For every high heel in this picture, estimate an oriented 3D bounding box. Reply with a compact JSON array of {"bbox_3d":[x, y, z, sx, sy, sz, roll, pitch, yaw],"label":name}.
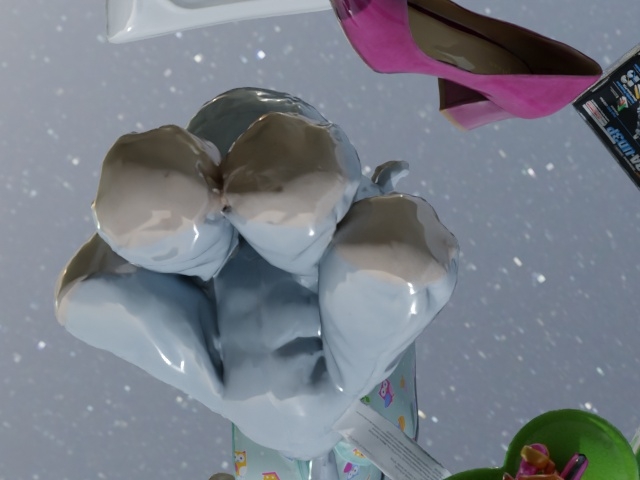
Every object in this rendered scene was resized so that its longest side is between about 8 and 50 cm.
[{"bbox_3d":[0.156,-0.237,1.297,0.181,0.377,0.127,-18,-115,29],"label":"high heel"}]

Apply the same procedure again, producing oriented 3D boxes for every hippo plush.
[{"bbox_3d":[0.000,0.000,0.783,0.234,0.294,0.236,-36,-161,32],"label":"hippo plush"}]

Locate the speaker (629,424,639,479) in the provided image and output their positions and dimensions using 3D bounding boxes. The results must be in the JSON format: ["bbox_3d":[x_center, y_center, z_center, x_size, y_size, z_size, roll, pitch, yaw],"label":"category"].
[{"bbox_3d":[0.448,0.327,1.570,0.131,0.131,0.296,-2,-144,41],"label":"speaker"}]

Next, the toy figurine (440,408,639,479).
[{"bbox_3d":[0.091,0.163,0.573,0.130,0.159,0.173,34,-87,14],"label":"toy figurine"}]

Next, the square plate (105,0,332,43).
[{"bbox_3d":[-0.084,-0.406,1.358,0.344,0.347,0.049,-16,-145,-34],"label":"square plate"}]

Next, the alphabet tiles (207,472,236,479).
[{"bbox_3d":[-0.050,0.357,1.072,0.021,0.284,0.278,-49,-154,50],"label":"alphabet tiles"}]

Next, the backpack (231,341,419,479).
[{"bbox_3d":[0.001,0.135,0.992,0.144,0.166,0.188,0,-98,26],"label":"backpack"}]

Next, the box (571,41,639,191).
[{"bbox_3d":[0.480,-0.162,1.659,0.175,0.220,0.051,-39,-172,13],"label":"box"}]
